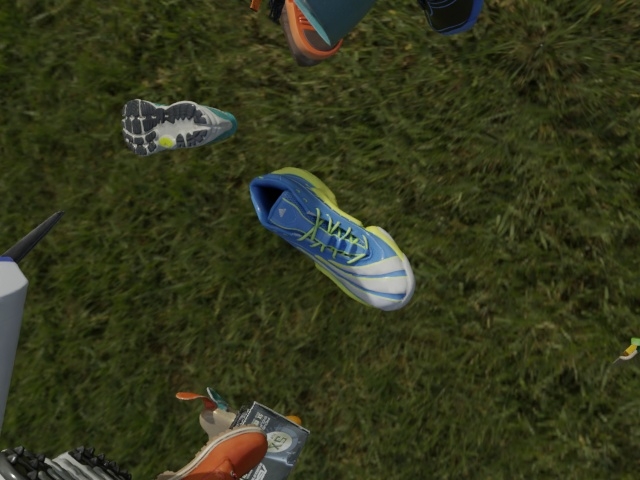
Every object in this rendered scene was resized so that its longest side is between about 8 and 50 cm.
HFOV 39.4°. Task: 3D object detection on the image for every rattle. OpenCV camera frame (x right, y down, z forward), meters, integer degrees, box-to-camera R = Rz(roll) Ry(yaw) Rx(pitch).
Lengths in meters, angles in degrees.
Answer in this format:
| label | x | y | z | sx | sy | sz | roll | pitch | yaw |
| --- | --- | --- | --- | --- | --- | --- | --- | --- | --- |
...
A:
| label | x | y | z | sx | sy | sz | roll | pitch | yaw |
| --- | --- | --- | --- | --- | --- | --- | --- | --- | --- |
| rattle | -0.106 | 0.244 | 1.294 | 0.199 | 0.142 | 0.130 | 49 | 144 | -14 |

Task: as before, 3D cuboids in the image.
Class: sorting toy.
| label | x | y | z | sx | sy | sz | roll | pitch | yaw |
| --- | --- | --- | --- | --- | --- | --- | --- | --- | --- |
| sorting toy | 0.268 | 0.079 | 0.732 | 0.062 | 0.083 | 0.012 | -38 | 72 | 0 |

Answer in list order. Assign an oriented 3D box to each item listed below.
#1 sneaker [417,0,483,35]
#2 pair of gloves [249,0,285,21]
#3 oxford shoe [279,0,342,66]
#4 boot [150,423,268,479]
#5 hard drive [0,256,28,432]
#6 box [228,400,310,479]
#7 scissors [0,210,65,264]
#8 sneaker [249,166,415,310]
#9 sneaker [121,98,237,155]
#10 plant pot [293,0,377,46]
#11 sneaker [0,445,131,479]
| label | x | y | z | sx | sy | sz | roll | pitch | yaw |
| --- | --- | --- | --- | --- | --- | --- | --- | --- | --- |
| sneaker | 0.099 | -0.258 | 0.813 | 0.090 | 0.232 | 0.081 | -20 | 68 | -5 |
| pair of gloves | -0.093 | -0.432 | 1.582 | 0.010 | 0.083 | 0.074 | 12 | 86 | 40 |
| oxford shoe | -0.054 | -0.521 | 1.766 | 0.130 | 0.133 | 0.363 | -6 | 85 | -23 |
| boot | -0.101 | 0.250 | 0.894 | 0.085 | 0.158 | 0.059 | 29 | 139 | 39 |
| hard drive | -0.352 | 0.159 | 0.705 | 0.040 | 0.210 | 0.318 | 47 | 134 | 23 |
| box | -0.097 | 0.290 | 1.075 | 0.078 | 0.147 | 0.180 | 30 | 74 | -3 |
| scissors | -0.399 | 0.059 | 1.068 | 0.109 | 0.297 | 0.021 | 55 | 134 | 3 |
| sneaker | 0.000 | 0.000 | 1.062 | 0.240 | 0.126 | 0.091 | 41 | 110 | 26 |
| sneaker | -0.275 | -0.213 | 1.693 | 0.275 | 0.110 | 0.107 | 9 | 103 | 38 |
| plant pot | 0.008 | -0.418 | 1.109 | 0.195 | 0.290 | 0.290 | -35 | 92 | 5 |
| sneaker | -0.176 | 0.196 | 0.588 | 0.078 | 0.234 | 0.106 | 35 | 82 | 16 |
